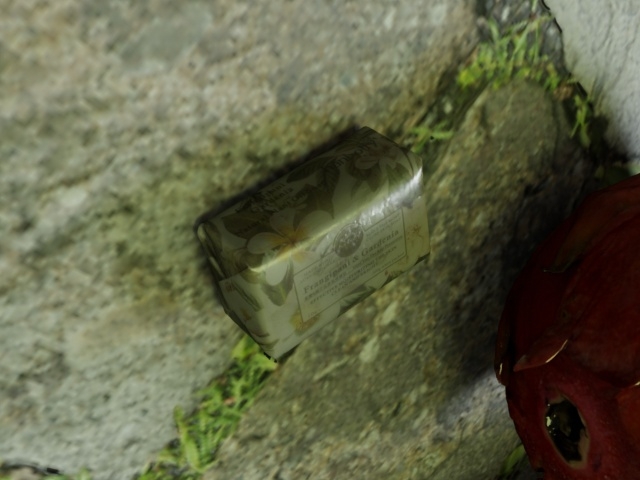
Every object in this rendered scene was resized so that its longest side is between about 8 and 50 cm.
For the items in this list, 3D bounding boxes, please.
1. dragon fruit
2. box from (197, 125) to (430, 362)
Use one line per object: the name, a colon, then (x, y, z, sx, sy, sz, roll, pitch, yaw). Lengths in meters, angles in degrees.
dragon fruit: (0.226, 0.066, 0.540, 0.252, 0.241, 0.241, -33, 138, -5)
box: (0.000, 0.000, 0.409, 0.098, 0.045, 0.062, -33, 136, -20)
